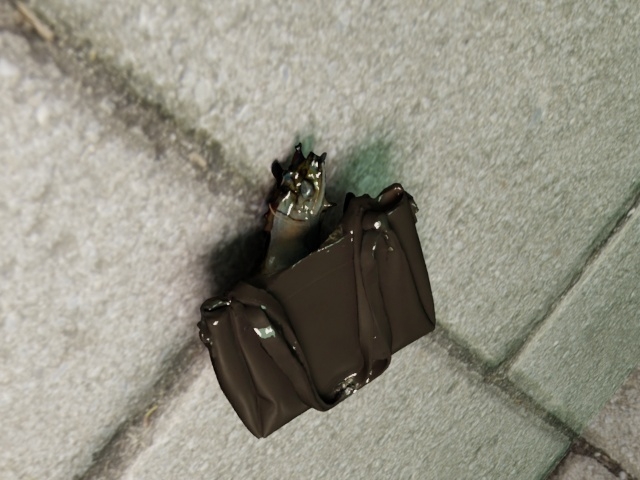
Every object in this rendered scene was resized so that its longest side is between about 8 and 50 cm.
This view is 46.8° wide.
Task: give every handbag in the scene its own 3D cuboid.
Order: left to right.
[{"bbox_3d":[0.005,0.085,0.853,0.285,0.113,0.257,-31,143,-14],"label":"handbag"}]

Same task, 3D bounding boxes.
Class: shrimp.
[{"bbox_3d":[0.005,0.005,0.908,0.178,0.075,0.289,-16,129,-38],"label":"shrimp"}]
